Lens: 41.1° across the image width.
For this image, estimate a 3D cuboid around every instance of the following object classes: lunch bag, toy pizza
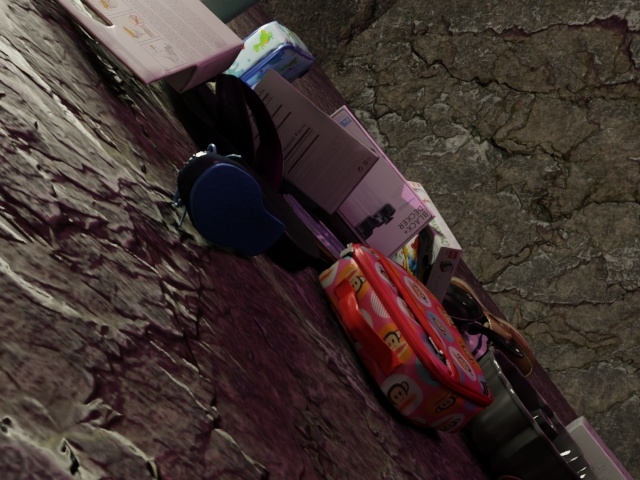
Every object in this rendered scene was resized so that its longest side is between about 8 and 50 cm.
[{"bbox_3d":[-0.119,-0.390,1.898,0.090,0.176,0.219,58,14,7],"label":"lunch bag"},{"bbox_3d":[0.000,0.000,1.460,0.201,0.032,0.201,46,5,-5],"label":"toy pizza"},{"bbox_3d":[0.117,0.143,1.299,0.258,0.120,0.293,31,22,-50],"label":"lunch bag"}]

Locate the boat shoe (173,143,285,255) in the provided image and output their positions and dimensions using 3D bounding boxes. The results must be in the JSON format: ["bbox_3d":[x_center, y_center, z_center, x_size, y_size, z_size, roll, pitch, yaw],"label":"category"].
[{"bbox_3d":[-0.124,-0.046,1.033,0.089,0.109,0.258,48,-7,20],"label":"boat shoe"}]

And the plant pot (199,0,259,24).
[{"bbox_3d":[-0.247,-0.502,1.542,0.247,0.252,0.248,44,13,-28],"label":"plant pot"}]

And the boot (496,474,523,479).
[{"bbox_3d":[0.334,0.444,1.347,0.219,0.082,0.106,45,-10,-7],"label":"boot"}]

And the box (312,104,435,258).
[{"bbox_3d":[0.070,-0.099,1.683,0.290,0.169,0.087,52,-24,-3],"label":"box"}]

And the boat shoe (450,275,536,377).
[{"bbox_3d":[0.402,0.232,2.143,0.324,0.122,0.120,43,17,0],"label":"boat shoe"}]

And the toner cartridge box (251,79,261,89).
[{"bbox_3d":[-0.029,-0.178,1.824,0.348,0.075,0.165,52,10,3],"label":"toner cartridge box"}]

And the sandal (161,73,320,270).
[{"bbox_3d":[-0.110,-0.150,1.333,0.445,0.107,0.167,56,12,24],"label":"sandal"}]

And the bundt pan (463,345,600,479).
[{"bbox_3d":[0.361,0.358,1.529,0.331,0.124,0.331,47,12,-13],"label":"bundt pan"}]

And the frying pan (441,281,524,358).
[{"bbox_3d":[0.322,0.164,1.896,0.326,0.053,0.197,31,23,20],"label":"frying pan"}]

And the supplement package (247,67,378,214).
[{"bbox_3d":[-0.029,-0.175,1.533,0.244,0.134,0.139,40,6,1],"label":"supplement package"}]

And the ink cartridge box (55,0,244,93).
[{"bbox_3d":[-0.290,-0.333,1.227,0.296,0.066,0.261,43,36,3],"label":"ink cartridge box"}]

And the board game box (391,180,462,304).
[{"bbox_3d":[0.204,0.023,1.818,0.053,0.193,0.305,9,26,-16],"label":"board game box"}]

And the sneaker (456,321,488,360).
[{"bbox_3d":[0.326,0.214,1.962,0.095,0.090,0.235,41,10,1],"label":"sneaker"}]

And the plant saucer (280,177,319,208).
[{"bbox_3d":[-0.049,-0.093,1.561,0.119,0.021,0.119,38,6,-5],"label":"plant saucer"}]

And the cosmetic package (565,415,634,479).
[{"bbox_3d":[0.526,0.477,1.722,0.183,0.151,0.151,54,11,15],"label":"cosmetic package"}]
